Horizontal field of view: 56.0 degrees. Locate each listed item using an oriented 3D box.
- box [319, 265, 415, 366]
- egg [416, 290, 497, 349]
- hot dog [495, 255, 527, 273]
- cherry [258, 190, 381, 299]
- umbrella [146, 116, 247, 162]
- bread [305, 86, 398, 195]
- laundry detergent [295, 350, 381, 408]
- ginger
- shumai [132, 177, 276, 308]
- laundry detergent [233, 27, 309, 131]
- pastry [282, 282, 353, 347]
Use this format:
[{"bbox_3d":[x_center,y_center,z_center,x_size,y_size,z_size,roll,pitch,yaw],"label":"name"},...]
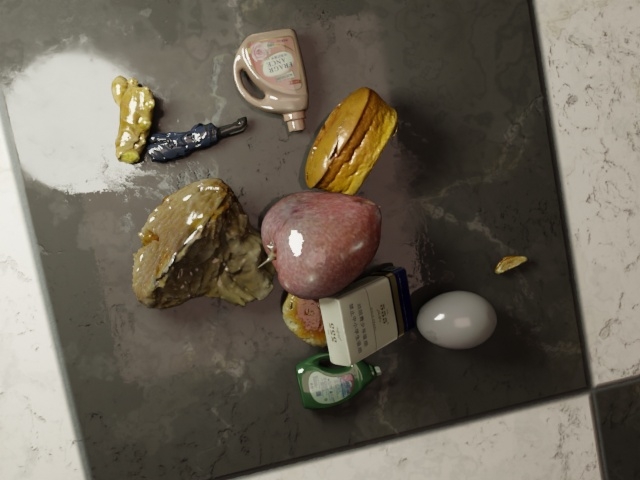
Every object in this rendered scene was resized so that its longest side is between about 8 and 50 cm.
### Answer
[{"bbox_3d":[0.119,0.174,1.440,0.259,0.071,0.168,-19,103,-44],"label":"box"},{"bbox_3d":[0.340,0.198,1.504,0.199,0.146,0.146,1,94,1],"label":"egg"},{"bbox_3d":[0.494,0.057,1.574,0.090,0.030,0.034,-25,88,-5],"label":"hot dog"},{"bbox_3d":[0.000,0.000,1.360,0.307,0.261,0.221,-25,138,-5],"label":"cherry"},{"bbox_3d":[-0.291,-0.244,1.429,0.248,0.071,0.071,-16,96,-5],"label":"umbrella"},{"bbox_3d":[0.065,-0.229,1.416,0.143,0.195,0.269,27,97,-17],"label":"bread"},{"bbox_3d":[0.048,0.342,1.517,0.211,0.063,0.137,-13,89,-7],"label":"laundry detergent"},{"bbox_3d":[-0.427,-0.285,1.399,0.115,0.081,0.205,-5,95,4],"label":"ginger"},{"bbox_3d":[-0.261,0.029,1.432,0.283,0.217,0.346,22,103,-40],"label":"shumai"},{"bbox_3d":[-0.117,-0.373,1.442,0.171,0.076,0.237,-11,97,-6],"label":"laundry detergent"},{"bbox_3d":[0.001,0.159,1.483,0.182,0.093,0.192,38,88,-7],"label":"pastry"}]
